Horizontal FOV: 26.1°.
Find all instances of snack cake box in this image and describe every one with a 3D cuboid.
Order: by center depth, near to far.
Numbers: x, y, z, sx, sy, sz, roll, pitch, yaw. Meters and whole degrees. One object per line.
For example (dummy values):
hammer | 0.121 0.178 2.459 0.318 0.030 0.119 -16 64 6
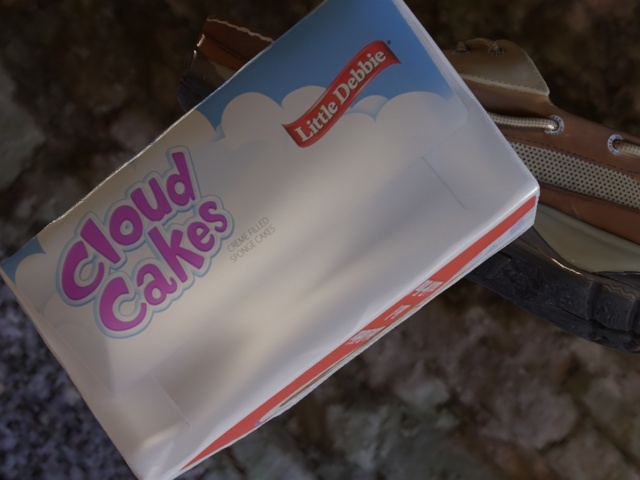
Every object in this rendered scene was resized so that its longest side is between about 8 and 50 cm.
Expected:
snack cake box | 0.000 0.000 0.540 0.089 0.152 0.264 54 5 6

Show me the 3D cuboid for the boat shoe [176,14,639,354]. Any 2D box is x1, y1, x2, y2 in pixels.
boat shoe | 0.081 -0.049 0.779 0.324 0.119 0.122 25 -17 -6
